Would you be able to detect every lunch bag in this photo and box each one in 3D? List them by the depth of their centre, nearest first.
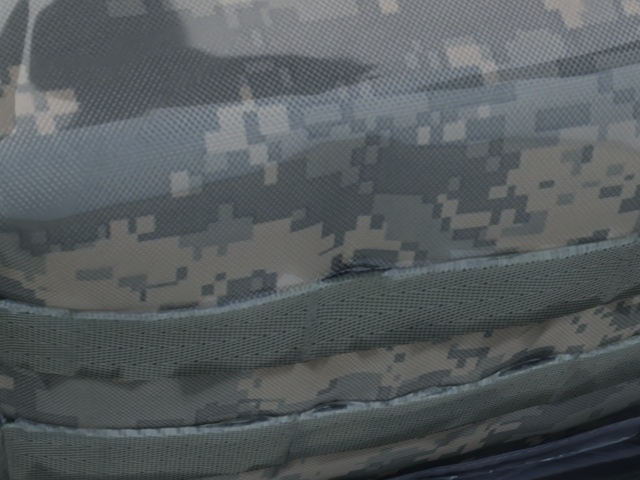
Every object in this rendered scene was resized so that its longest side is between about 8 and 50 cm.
[{"bbox_3d":[0.000,0.000,0.503,0.235,0.287,0.169,-9,58,-13],"label":"lunch bag"}]
